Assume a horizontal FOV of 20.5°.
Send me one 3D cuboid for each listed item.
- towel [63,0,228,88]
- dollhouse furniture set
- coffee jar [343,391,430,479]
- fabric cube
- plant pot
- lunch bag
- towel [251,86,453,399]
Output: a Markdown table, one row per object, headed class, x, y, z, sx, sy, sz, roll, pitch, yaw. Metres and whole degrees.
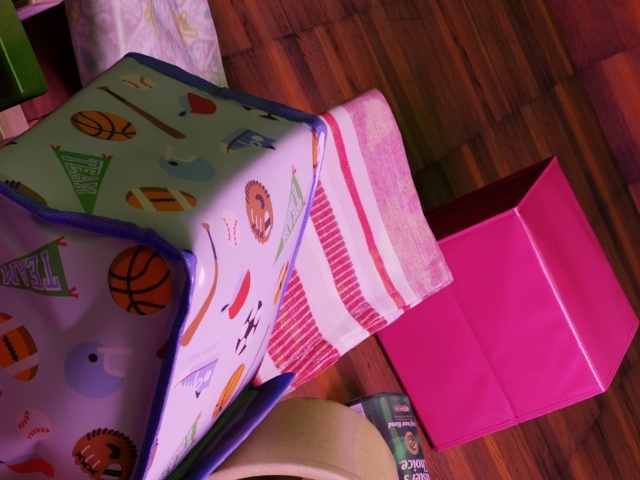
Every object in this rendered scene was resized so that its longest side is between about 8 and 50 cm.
| class | x | y | z | sx | sy | sz | roll | pitch | yaw |
| --- | --- | --- | --- | --- | --- | --- | --- | --- | --- |
| towel | -0.184 | -0.247 | 1.818 | 0.374 | 0.090 | 0.321 | 46 | 28 | -73 |
| dollhouse furniture set | -0.248 | -0.062 | 1.572 | 0.302 | 0.151 | 0.197 | 67 | 25 | -2 |
| coffee jar | 0.082 | 0.272 | 2.051 | 0.096 | 0.079 | 0.184 | 10 | 62 | -61 |
| fabric cube | 0.228 | 0.080 | 2.295 | 0.258 | 0.259 | 0.254 | 62 | 26 | -8 |
| plant pot | -0.022 | 0.280 | 1.664 | 0.276 | 0.276 | 0.254 | 61 | 13 | -14 |
| lunch bag | -0.159 | 0.091 | 1.445 | 0.328 | 0.238 | 0.386 | -47 | 156 | -62 |
| towel | 0.000 | 0.000 | 1.837 | 0.329 | 0.037 | 0.237 | -31 | 104 | -44 |
